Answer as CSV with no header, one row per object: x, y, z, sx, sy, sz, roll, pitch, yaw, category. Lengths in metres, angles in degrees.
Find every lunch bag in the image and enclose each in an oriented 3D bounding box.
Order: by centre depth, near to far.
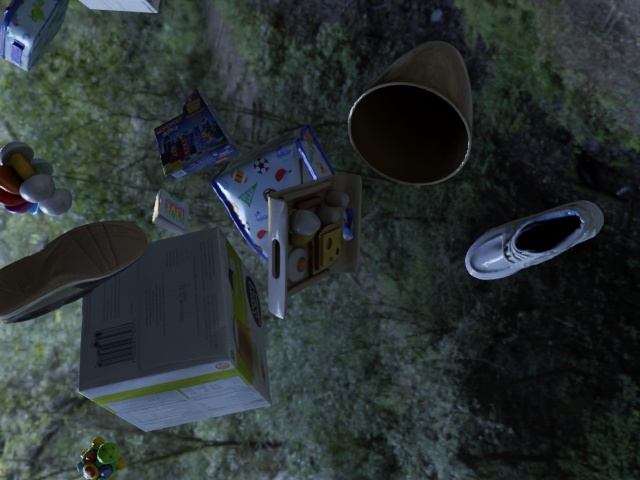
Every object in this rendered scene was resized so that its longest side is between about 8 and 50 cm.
-0.640,-0.482,1.401,0.219,0.090,0.176,-13,51,62,lunch bag
-0.098,-0.121,1.996,0.327,0.386,0.239,-22,20,21,lunch bag

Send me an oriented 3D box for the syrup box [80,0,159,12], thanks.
-0.589,-0.733,1.839,0.096,0.236,0.093,26,-107,-74,syrup box

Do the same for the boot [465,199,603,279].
0.346,0.001,1.086,0.258,0.123,0.095,-30,76,34,boot

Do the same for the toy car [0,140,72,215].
-0.672,-0.120,1.438,0.159,0.136,0.182,49,173,21,toy car

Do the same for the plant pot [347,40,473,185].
0.207,-0.282,1.257,0.237,0.237,0.254,-48,13,52,plant pot

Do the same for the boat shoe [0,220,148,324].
-0.435,0.056,1.081,0.103,0.285,0.092,54,154,13,boat shoe

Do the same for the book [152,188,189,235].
-0.414,-0.077,1.756,0.035,0.096,0.144,-47,30,21,book

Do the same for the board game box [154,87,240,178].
-0.319,-0.274,1.597,0.194,0.060,0.194,-23,68,16,board game box

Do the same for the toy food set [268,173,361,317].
0.000,0.000,1.240,0.092,0.306,0.220,10,108,29,toy food set

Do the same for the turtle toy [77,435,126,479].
-0.477,0.480,1.371,0.130,0.095,0.066,-48,-4,22,turtle toy

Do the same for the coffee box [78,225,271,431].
-0.331,0.221,1.500,0.334,0.337,0.338,67,-169,-57,coffee box
